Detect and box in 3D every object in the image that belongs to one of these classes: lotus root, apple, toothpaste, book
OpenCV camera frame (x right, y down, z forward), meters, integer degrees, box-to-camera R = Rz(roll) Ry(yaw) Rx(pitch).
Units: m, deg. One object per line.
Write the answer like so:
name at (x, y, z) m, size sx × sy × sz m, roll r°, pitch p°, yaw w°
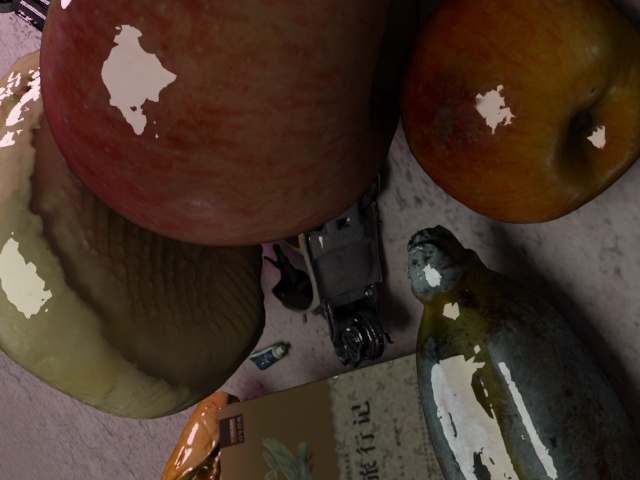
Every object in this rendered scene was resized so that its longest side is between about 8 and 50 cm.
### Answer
lotus root at (0.164, 0.134, 0.815) m, size 0.158 × 0.140 × 0.322 m, roll -27°, pitch 83°, yaw 34°
apple at (-0.053, -0.159, 0.761) m, size 0.269 × 0.345 × 0.345 m, roll 24°, pitch 134°, yaw 0°
apple at (0.140, -0.106, 0.714) m, size 0.173 × 0.160 × 0.195 m, roll -129°, pitch 41°, yaw -51°
toothpaste at (-0.063, 0.139, 1.170) m, size 0.027 × 0.019 × 0.083 m, roll 47°, pitch 146°, yaw -5°
book at (0.025, 0.240, 0.965) m, size 0.310 × 0.021 × 0.217 m, roll -20°, pitch 66°, yaw 31°

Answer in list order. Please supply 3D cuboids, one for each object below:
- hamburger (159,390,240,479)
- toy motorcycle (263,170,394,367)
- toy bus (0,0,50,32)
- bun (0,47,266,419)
hamburger at (-0.129, 0.295, 1.181) m, size 0.108 × 0.214 × 0.213 m, roll 20°, pitch 129°, yaw 7°
toy motorcycle at (0.000, 0.000, 0.970) m, size 0.157 × 0.091 × 0.263 m, roll 13°, pitch 117°, yaw 54°
toy bus at (-0.271, -0.291, 1.082) m, size 0.292 × 0.133 × 0.125 m, roll 35°, pitch 139°, yaw 28°
bun at (-0.215, 0.001, 0.934) m, size 0.202 × 0.364 × 0.364 m, roll -22°, pitch 93°, yaw 22°
